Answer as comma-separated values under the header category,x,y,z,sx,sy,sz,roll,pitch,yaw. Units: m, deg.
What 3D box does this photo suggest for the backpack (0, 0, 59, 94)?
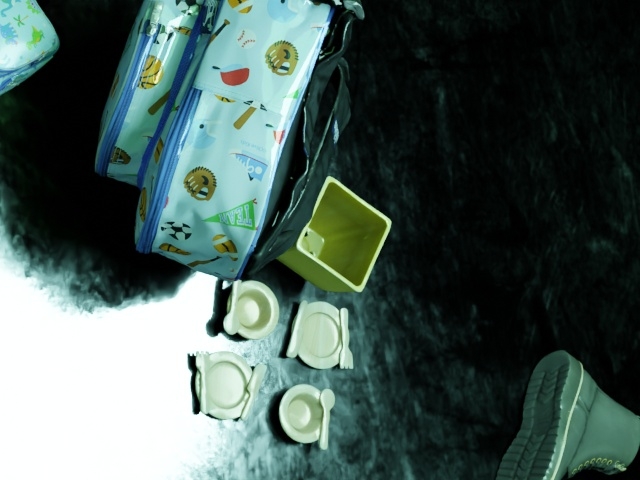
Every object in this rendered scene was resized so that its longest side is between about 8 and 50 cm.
category,x,y,z,sx,sy,sz,roll,pitch,yaw
backpack,-0.293,-0.174,1.711,0.114,0.084,0.105,-41,102,-29

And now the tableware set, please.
category,x,y,z,sx,sy,sz,roll,pitch,yaw
tableware set,-0.041,0.112,1.862,0.169,0.020,0.141,20,71,-29

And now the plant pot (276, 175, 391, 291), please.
category,x,y,z,sx,sy,sz,roll,pitch,yaw
plant pot,0.000,0.000,1.870,0.081,0.083,0.081,36,64,-24

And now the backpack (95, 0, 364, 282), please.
category,x,y,z,sx,sy,sz,roll,pitch,yaw
backpack,-0.085,-0.101,1.736,0.213,0.276,0.263,11,78,1

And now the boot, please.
category,x,y,z,sx,sy,sz,roll,pitch,yaw
boot,0.259,0.228,2.009,0.137,0.077,0.198,36,65,-29
